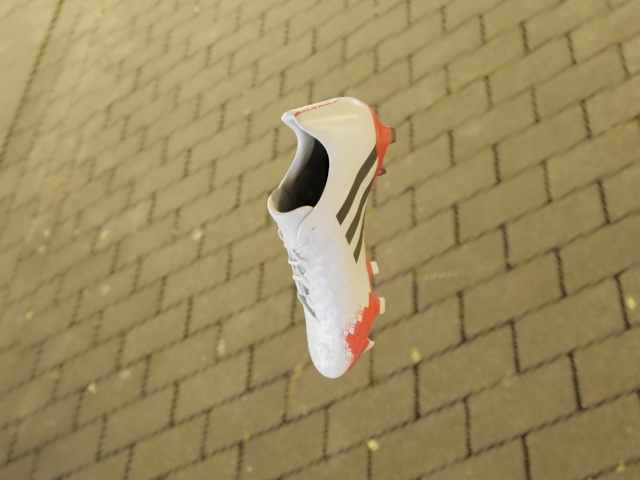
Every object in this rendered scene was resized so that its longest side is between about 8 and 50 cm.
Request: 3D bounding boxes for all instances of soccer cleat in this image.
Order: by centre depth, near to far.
[{"bbox_3d":[0.000,0.000,0.376,0.029,0.035,0.083,24,113,49],"label":"soccer cleat"}]
